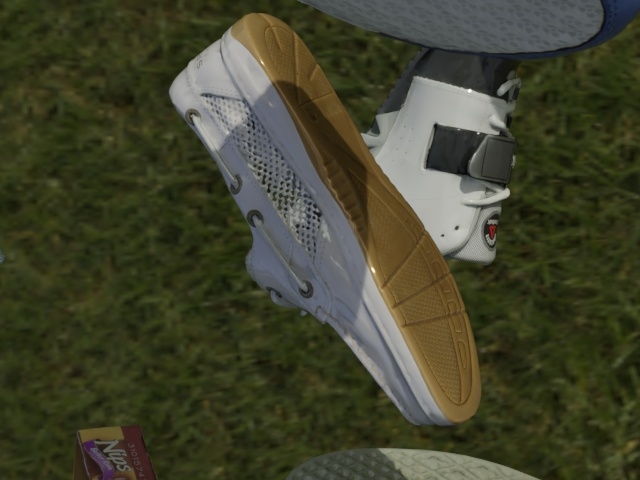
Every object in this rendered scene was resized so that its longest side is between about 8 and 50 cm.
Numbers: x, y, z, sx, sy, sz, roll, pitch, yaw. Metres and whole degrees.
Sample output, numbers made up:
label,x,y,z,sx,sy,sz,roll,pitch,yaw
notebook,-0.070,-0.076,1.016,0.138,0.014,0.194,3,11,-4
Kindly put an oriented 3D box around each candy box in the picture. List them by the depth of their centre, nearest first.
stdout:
label,x,y,z,sx,sy,sz,roll,pitch,yaw
candy box,-0.152,0.240,1.170,0.109,0.053,0.187,-117,32,-50

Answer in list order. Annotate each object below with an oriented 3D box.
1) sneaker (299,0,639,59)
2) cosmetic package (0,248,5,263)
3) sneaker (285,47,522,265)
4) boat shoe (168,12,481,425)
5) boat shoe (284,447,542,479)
label,x,y,z,sx,sy,sz,roll,pitch,yaw
sneaker,-0.034,-0.085,0.316,0.112,0.296,0.131,-34,47,37
cosmetic package,-0.311,-0.022,0.489,0.377,0.097,0.284,-32,90,30
sneaker,0.107,-0.061,1.247,0.146,0.122,0.330,43,109,15
boat shoe,0.000,0.000,0.982,0.096,0.098,0.277,-32,83,26
boat shoe,0.196,0.288,1.129,0.500,0.187,0.156,20,113,1
